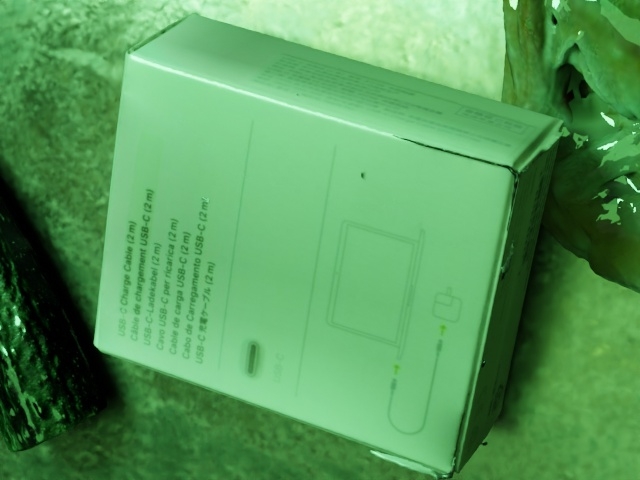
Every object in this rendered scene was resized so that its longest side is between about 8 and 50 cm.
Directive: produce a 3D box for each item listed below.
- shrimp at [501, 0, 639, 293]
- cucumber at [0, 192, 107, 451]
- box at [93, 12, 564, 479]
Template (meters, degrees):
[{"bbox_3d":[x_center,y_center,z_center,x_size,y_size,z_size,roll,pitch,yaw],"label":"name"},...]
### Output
[{"bbox_3d":[0.155,-0.094,1.113,0.317,0.077,0.168,44,109,8],"label":"shrimp"},{"bbox_3d":[-0.221,0.021,1.256,0.074,0.074,0.241,-28,84,19],"label":"cucumber"},{"bbox_3d":[0.000,0.000,1.132,0.251,0.106,0.203,17,118,17],"label":"box"}]
